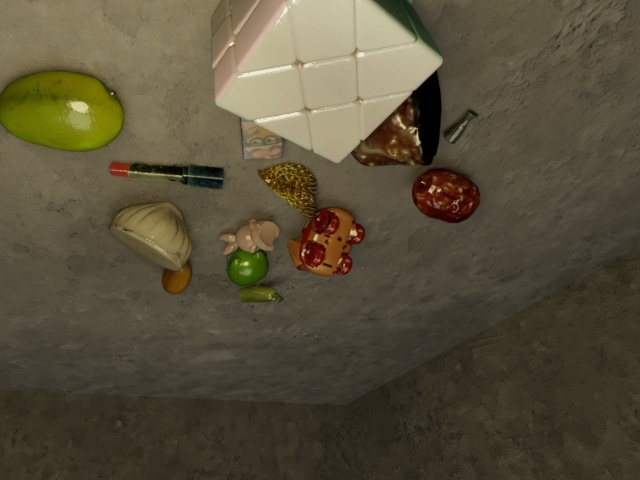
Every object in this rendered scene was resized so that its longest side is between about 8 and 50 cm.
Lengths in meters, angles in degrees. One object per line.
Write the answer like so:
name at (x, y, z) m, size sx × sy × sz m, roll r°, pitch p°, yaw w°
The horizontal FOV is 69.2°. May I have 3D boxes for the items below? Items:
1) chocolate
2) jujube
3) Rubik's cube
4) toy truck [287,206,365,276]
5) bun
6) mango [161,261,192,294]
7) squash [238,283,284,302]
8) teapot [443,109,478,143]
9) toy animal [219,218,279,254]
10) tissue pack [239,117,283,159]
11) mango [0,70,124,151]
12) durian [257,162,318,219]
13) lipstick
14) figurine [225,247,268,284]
chocolate at (0.172, -0.303, 1.145) m, size 0.210 × 0.340 × 0.225 m, roll -3°, pitch 126°, yaw 25°
jujube at (0.421, -0.147, 1.551) m, size 0.251 × 0.174 × 0.174 m, roll 16°, pitch 137°, yaw -38°
Rubik's cube at (-0.006, -0.407, 0.932) m, size 0.322 × 0.315 × 0.319 m, roll 18°, pitch 135°, yaw -37°
toy truck at (0.000, 0.000, 1.653) m, size 0.189 × 0.239 × 0.264 m, roll 20°, pitch 94°, yaw -38°
bun at (-0.508, -0.036, 1.460) m, size 0.263 × 0.175 × 0.263 m, roll 24°, pitch 157°, yaw 11°
mango at (-0.536, 0.130, 1.743) m, size 0.102 × 0.084 × 0.184 m, roll 12°, pitch 129°, yaw -24°
squash at (-0.242, 0.227, 1.972) m, size 0.200 × 0.075 × 0.090 m, roll -1°, pitch 131°, yaw 24°
teapot at (0.420, -0.343, 1.387) m, size 0.043 × 0.042 × 0.110 m, roll 12°, pitch 135°, yaw -30°
toy animal at (-0.249, -0.011, 1.614) m, size 0.213 × 0.124 × 0.124 m, roll -10°, pitch 152°, yaw 36°
tissue pack at (-0.160, -0.295, 1.262) m, size 0.116 × 0.065 × 0.155 m, roll -3°, pitch 146°, yaw -9°
mango at (-0.597, -0.297, 1.064) m, size 0.273 × 0.149 × 0.185 m, roll 4°, pitch 144°, yaw -14°
durian at (-0.083, -0.160, 1.472) m, size 0.139 × 0.144 × 0.252 m, roll 12°, pitch 169°, yaw 37°
lipstick at (-0.441, -0.193, 1.343) m, size 0.313 × 0.051 × 0.051 m, roll 3°, pitch 144°, yaw -16°
figurine at (-0.276, 0.107, 1.745) m, size 0.162 × 0.143 × 0.263 m, roll -13°, pitch 158°, yaw -16°
